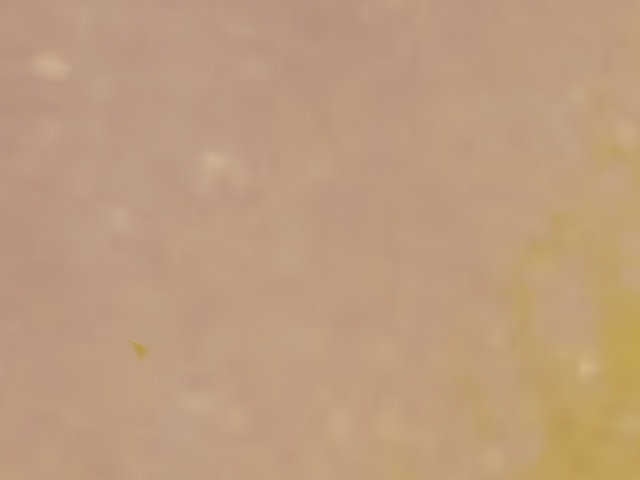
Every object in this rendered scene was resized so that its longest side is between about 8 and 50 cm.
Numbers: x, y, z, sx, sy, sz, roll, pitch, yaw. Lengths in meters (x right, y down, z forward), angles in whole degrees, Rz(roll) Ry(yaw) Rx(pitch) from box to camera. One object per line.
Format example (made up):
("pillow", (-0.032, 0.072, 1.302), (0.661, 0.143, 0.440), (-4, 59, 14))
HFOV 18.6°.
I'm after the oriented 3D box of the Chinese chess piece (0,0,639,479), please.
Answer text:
("Chinese chess piece", (0.000, 0.000, 0.467), (0.338, 0.140, 0.338), (4, 76, -18))
